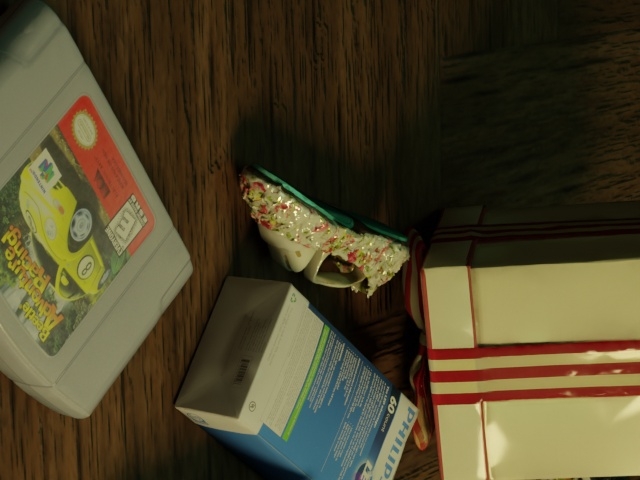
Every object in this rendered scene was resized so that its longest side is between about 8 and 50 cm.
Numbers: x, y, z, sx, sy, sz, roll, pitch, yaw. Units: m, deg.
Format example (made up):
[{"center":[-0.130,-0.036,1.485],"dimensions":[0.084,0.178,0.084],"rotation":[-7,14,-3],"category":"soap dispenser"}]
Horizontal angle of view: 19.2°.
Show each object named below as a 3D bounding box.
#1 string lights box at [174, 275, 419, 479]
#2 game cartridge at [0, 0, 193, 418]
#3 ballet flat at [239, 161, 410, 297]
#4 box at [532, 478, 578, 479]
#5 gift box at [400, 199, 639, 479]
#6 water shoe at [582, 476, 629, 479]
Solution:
[{"center":[-0.015,0.153,1.722],"dimensions":[0.259,0.077,0.133],"rotation":[47,57,-47],"category":"string lights box"},{"center":[-0.211,-0.011,1.443],"dimensions":[0.196,0.060,0.294],"rotation":[-53,135,-31],"category":"game cartridge"},{"center":[0.000,0.000,1.722],"dimensions":[0.241,0.091,0.077],"rotation":[25,97,-50],"category":"ballet flat"},{"center":[0.225,0.318,2.096],"dimensions":[0.063,0.067,0.324],"rotation":[47,58,-46],"category":"box"},{"center":[0.215,0.100,1.878],"dimensions":[0.276,0.258,0.255],"rotation":[-53,139,-76],"category":"gift box"},{"center":[0.346,0.238,2.242],"dimensions":[0.073,0.080,0.203],"rotation":[-56,136,-33],"category":"water shoe"}]
